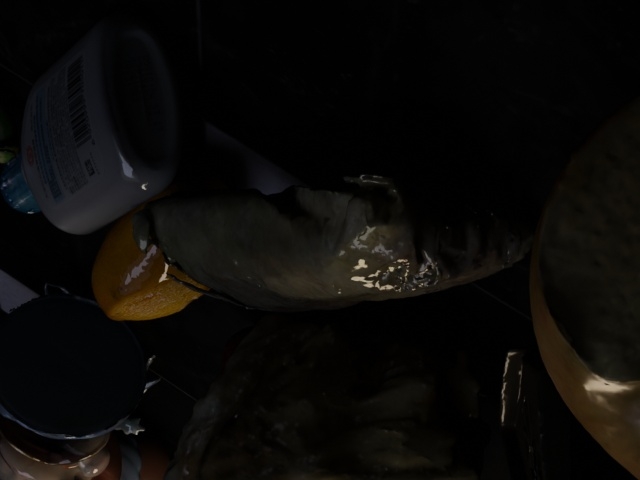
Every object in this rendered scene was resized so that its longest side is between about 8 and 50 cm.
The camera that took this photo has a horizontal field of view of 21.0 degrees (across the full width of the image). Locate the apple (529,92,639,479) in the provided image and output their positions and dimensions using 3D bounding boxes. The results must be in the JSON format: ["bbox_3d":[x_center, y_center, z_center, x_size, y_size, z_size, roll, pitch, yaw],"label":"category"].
[{"bbox_3d":[0.267,0.048,1.057,0.293,0.251,0.163,40,163,8],"label":"apple"}]

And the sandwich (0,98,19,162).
[{"bbox_3d":[-0.418,-0.127,1.772,0.235,0.159,0.079,17,146,2],"label":"sandwich"}]

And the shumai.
[{"bbox_3d":[0.030,0.210,1.536,0.262,0.314,0.267,25,114,23],"label":"shumai"}]

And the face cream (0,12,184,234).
[{"bbox_3d":[-0.222,-0.088,1.593,0.336,0.080,0.163,-25,74,61],"label":"face cream"}]

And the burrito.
[{"bbox_3d":[0.009,0.005,1.422,0.175,0.107,0.347,27,160,-37],"label":"burrito"}]

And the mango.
[{"bbox_3d":[-0.146,-0.001,1.611,0.102,0.141,0.217,64,152,13],"label":"mango"}]

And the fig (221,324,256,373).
[{"bbox_3d":[-0.044,0.138,1.781,0.089,0.089,0.125,16,169,39],"label":"fig"}]

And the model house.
[{"bbox_3d":[0.238,0.107,1.268,0.243,0.211,0.204,-130,36,-88],"label":"model house"}]

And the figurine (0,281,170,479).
[{"bbox_3d":[-0.322,0.216,2.114,0.276,0.248,0.388,37,144,11],"label":"figurine"}]
